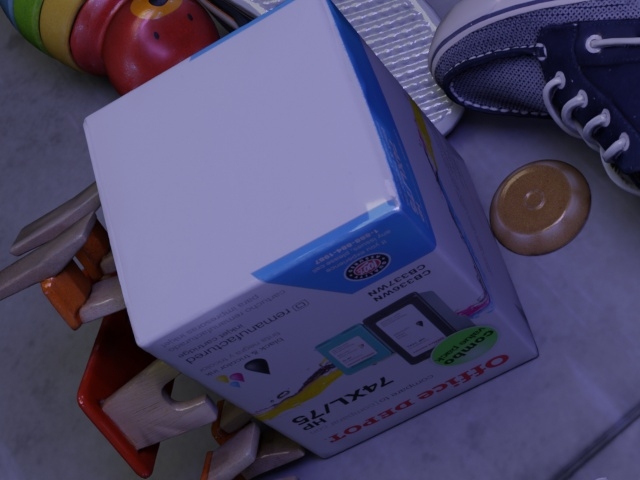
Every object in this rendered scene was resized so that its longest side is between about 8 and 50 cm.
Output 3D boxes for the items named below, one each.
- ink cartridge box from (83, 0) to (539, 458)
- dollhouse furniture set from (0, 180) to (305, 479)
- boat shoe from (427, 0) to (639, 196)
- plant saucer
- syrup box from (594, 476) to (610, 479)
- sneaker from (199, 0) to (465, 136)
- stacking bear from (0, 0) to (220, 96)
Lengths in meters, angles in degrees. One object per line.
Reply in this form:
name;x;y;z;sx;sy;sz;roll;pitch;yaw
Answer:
ink cartridge box;0.000;0.000;1.022;0.198;0.270;0.197;-28;56;15
dollhouse furniture set;-0.137;0.080;1.090;0.135;0.262;0.259;-29;21;16
boat shoe;0.203;-0.100;0.989;0.340;0.127;0.158;-8;58;44
plant saucer;0.168;-0.029;1.102;0.083;0.015;0.083;-13;60;23
syrup box;0.185;0.270;0.863;0.237;0.093;0.096;59;139;38
sneaker;0.002;-0.195;1.227;0.321;0.127;0.126;41;92;13
stacking bear;-0.203;-0.228;1.332;0.175;0.164;0.289;-29;58;-30
